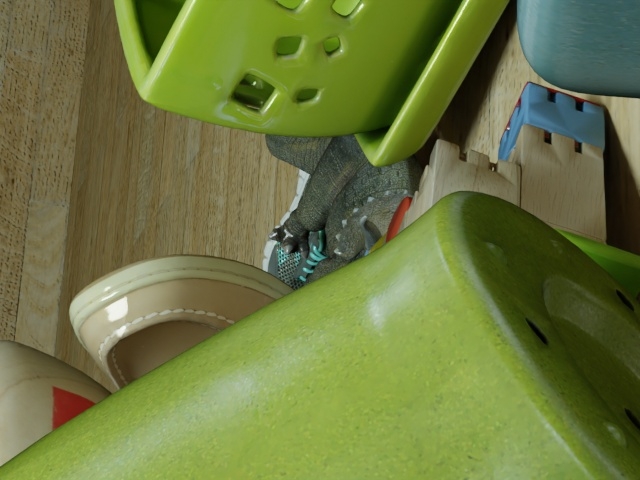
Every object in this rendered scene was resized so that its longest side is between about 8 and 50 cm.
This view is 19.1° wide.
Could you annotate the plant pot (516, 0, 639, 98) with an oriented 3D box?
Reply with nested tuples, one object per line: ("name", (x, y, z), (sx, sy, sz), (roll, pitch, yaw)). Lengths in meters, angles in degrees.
("plant pot", (0.188, -0.159, 0.679), (0.252, 0.247, 0.247), (94, -179, -74))

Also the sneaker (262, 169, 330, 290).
("sneaker", (0.000, 0.000, 1.504), (0.076, 0.065, 0.166), (-121, 41, -60))

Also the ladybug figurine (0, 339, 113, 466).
("ladybug figurine", (-0.165, 0.264, 1.148), (0.305, 0.162, 0.449), (111, 159, -48))

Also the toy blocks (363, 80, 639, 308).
("toy blocks", (0.065, 0.079, 1.081), (0.261, 0.191, 0.381), (-79, 8, -57))

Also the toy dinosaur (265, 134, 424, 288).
("toy dinosaur", (0.033, -0.013, 1.359), (0.160, 0.121, 0.313), (-56, 22, 29))

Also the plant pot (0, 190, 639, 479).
("plant pot", (0.014, 0.175, 0.814), (0.353, 0.366, 0.366), (-44, 30, 17))

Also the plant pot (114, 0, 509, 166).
("plant pot", (0.004, -0.192, 1.291), (0.227, 0.207, 0.228), (-61, 23, 20))

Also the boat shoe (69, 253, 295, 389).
("boat shoe", (-0.035, 0.117, 1.213), (0.122, 0.341, 0.110), (-26, 54, 18))
